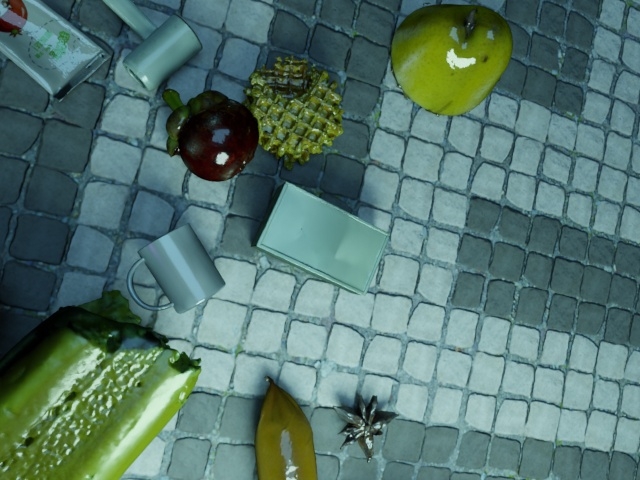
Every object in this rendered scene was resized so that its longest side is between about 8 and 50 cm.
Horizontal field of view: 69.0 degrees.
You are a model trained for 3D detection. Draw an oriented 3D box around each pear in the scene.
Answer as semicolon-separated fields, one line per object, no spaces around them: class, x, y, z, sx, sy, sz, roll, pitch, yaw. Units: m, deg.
pear;0.291;-0.384;0.933;0.267;0.178;0.266;-1;93;-16

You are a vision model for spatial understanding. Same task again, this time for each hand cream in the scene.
hand cream;-0.530;-0.384;0.767;0.336;0.076;0.121;41;80;-18

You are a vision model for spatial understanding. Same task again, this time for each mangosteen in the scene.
mangosteen;-0.196;-0.185;0.797;0.181;0.146;0.156;38;99;-26

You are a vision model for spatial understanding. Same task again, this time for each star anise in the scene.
star anise;0.074;0.354;0.908;0.129;0.056;0.124;38;80;-12

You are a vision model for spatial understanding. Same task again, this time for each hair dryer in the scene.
hair dryer;-0.337;-0.388;0.813;0.236;0.073;0.131;46;79;-7

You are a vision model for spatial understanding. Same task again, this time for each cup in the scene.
cup;-0.255;0.057;0.809;0.136;0.099;0.133;-31;98;-2

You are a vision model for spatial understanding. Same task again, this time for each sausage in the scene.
sausage;-0.062;0.411;0.848;0.112;0.112;0.328;-6;88;-16

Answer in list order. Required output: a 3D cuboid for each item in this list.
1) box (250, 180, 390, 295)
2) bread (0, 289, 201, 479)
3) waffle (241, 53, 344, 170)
box;0.000;0.000;0.884;0.225;0.086;0.129;26;81;-13
bread;-0.387;0.264;0.705;0.251;0.208;0.376;43;78;-17
waffle;-0.052;-0.251;0.885;0.193;0.070;0.197;-36;98;-13
